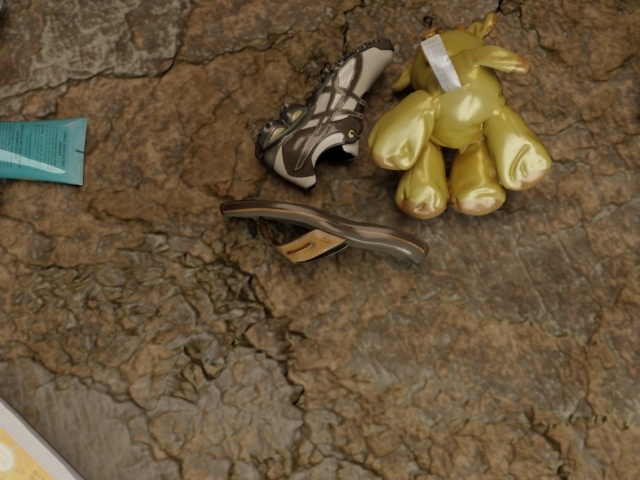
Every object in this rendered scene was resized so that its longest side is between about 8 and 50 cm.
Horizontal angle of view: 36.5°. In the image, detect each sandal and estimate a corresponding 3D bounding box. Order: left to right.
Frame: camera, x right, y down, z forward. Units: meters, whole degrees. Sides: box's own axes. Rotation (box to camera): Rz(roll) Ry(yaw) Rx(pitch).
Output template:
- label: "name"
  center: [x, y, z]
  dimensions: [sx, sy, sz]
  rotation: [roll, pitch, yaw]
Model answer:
- label: "sandal"
  center: [0.000, 0.000, 0.995]
  dimensions: [0.219, 0.090, 0.060]
  rotation: [15, 88, -1]

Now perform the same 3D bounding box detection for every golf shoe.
- label: "golf shoe"
  center: [0.022, -0.135, 1.057]
  dimensions: [0.198, 0.077, 0.094]
  rotation: [-44, 83, -11]

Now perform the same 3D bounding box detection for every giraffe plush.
- label: "giraffe plush"
  center: [0.139, -0.150, 1.023]
  dimensions: [0.181, 0.210, 0.170]
  rotation: [-6, 32, 8]

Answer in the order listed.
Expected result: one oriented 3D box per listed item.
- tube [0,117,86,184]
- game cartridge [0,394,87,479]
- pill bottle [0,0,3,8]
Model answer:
- label: "tube"
  center: [-0.360, -0.098, 1.047]
  dimensions: [0.207, 0.052, 0.080]
  rotation: [0, 75, -6]
- label: "game cartridge"
  center: [-0.287, 0.265, 0.834]
  dimensions: [0.297, 0.062, 0.198]
  rotation: [44, 67, 0]
- label: "pill bottle"
  center: [-0.514, -0.307, 1.076]
  dimensions: [0.283, 0.161, 0.161]
  rotation: [-13, 66, -7]
